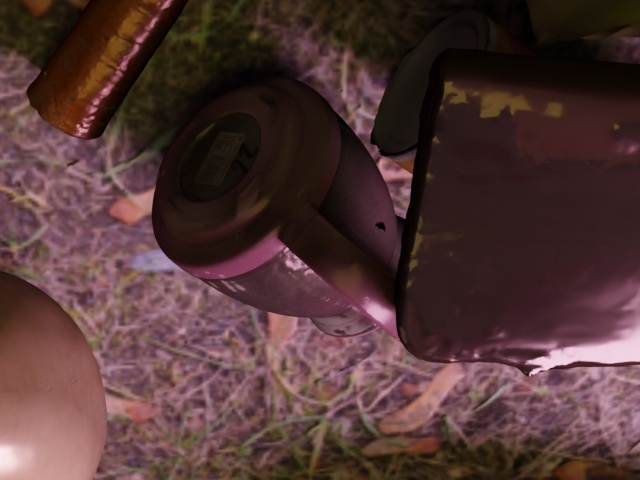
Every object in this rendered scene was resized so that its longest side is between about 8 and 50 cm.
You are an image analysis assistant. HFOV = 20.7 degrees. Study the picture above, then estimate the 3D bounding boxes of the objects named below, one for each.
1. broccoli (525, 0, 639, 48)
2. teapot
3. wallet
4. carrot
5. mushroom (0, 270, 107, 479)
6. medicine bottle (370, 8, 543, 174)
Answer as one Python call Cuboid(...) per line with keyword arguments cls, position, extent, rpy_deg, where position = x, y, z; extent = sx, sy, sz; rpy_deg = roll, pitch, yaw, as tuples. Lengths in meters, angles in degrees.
Cuboid(cls="broccoli", position=(0.226, -0.201, 0.789), extent=(0.375, 0.302, 0.249), rpy_deg=(-8, 105, -34))
Cuboid(cls="teapot", position=(0.002, -0.009, 0.930), extent=(0.148, 0.116, 0.146), rpy_deg=(1, 152, 43))
Cuboid(cls="wallet", position=(0.189, -0.011, 0.858), extent=(0.310, 0.042, 0.165), rpy_deg=(1, 123, -13))
Cuboid(cls="carrot", position=(-0.095, -0.117, 0.896), extent=(0.048, 0.048, 0.139), rpy_deg=(30, 112, -23))
Cuboid(cls="mushroom", position=(-0.241, 0.100, 0.939), extent=(0.246, 0.202, 0.246), rpy_deg=(-30, 164, -9))
Cuboid(cls="medicine bottle", position=(0.220, 0.022, 0.987), extent=(0.426, 0.108, 0.108), rpy_deg=(32, 114, -24))
